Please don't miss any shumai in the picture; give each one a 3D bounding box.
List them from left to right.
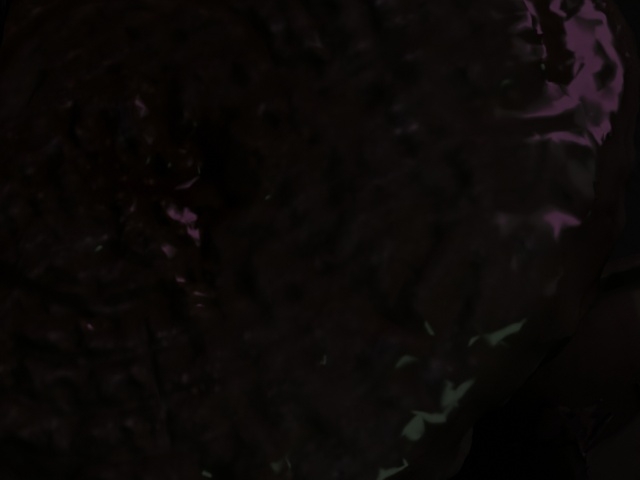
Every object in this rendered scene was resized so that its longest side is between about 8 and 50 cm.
[{"bbox_3d":[0.000,0.000,0.633,0.263,0.309,0.304,29,54,-67],"label":"shumai"}]

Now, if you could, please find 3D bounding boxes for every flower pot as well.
[{"bbox_3d":[0.171,0.133,0.680,0.212,0.212,0.202,16,48,-35],"label":"flower pot"}]

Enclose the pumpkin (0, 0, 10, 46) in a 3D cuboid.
[{"bbox_3d":[-0.238,-0.130,0.462,0.296,0.296,0.296,28,32,-20],"label":"pumpkin"}]
